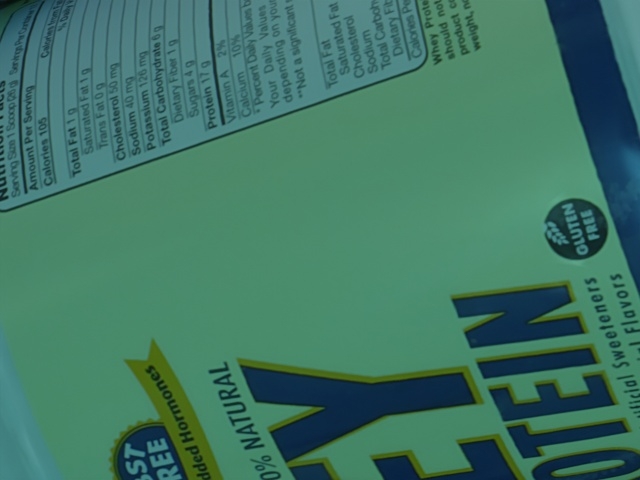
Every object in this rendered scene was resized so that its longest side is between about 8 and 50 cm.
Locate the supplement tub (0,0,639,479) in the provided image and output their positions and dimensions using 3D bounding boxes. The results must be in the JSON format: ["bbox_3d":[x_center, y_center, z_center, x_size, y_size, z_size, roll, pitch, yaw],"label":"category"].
[{"bbox_3d":[0.000,0.000,0.571,0.324,0.235,0.235,-18,106,17],"label":"supplement tub"}]
